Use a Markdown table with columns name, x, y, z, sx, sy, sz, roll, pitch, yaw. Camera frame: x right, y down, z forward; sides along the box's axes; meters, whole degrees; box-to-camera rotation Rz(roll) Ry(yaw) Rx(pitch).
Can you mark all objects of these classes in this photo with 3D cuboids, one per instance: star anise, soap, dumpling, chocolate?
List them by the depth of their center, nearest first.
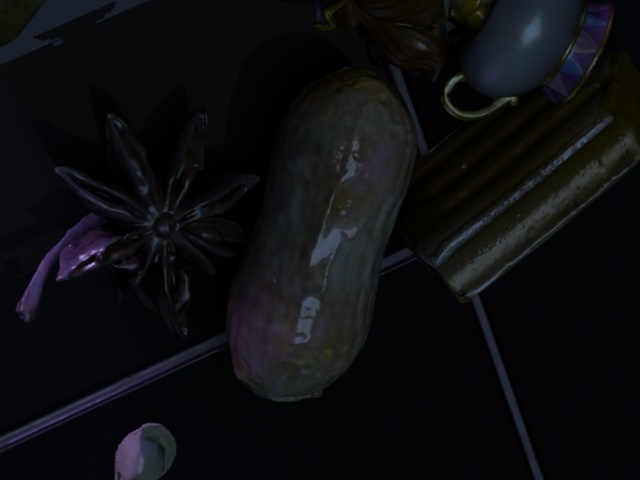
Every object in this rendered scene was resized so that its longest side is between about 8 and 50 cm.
| name | x | y | z | sx | sy | sz | roll | pitch | yaw |
| --- | --- | --- | --- | --- | --- | --- | --- | --- | --- |
| star anise | -0.159 | -0.012 | 1.510 | 0.231 | 0.089 | 0.209 | -9 | 102 | -21 |
| chocolate | 0.000 | 0.000 | 1.518 | 0.134 | 0.134 | 0.309 | 13 | 104 | -22 |
| soap | 0.184 | -0.070 | 1.557 | 0.257 | 0.160 | 0.080 | -39 | 118 | 0 |
| dumpling | -0.161 | 0.204 | 1.620 | 0.059 | 0.043 | 0.077 | 4 | 94 | -36 |

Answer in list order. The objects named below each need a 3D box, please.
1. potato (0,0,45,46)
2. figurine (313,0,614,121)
| name | x | y | z | sx | sy | sz | roll | pitch | yaw |
| --- | --- | --- | --- | --- | --- | --- | --- | --- | --- |
| potato | -0.271 | -0.248 | 1.365 | 0.157 | 0.157 | 0.194 | -1 | 123 | -17 |
| figurine | 0.109 | -0.211 | 1.475 | 0.263 | 0.142 | 0.189 | 24 | 95 | -9 |
